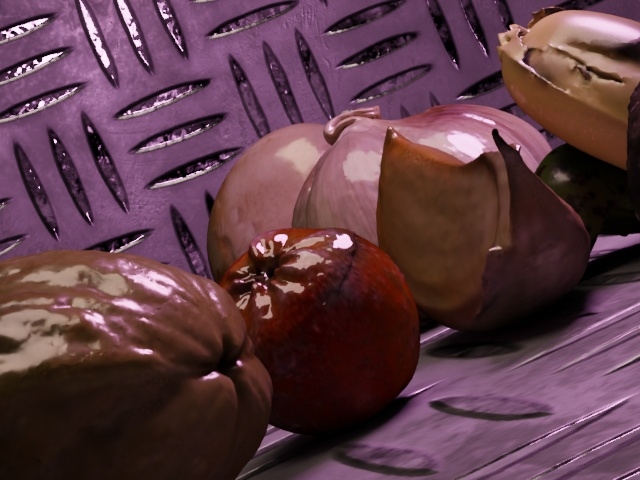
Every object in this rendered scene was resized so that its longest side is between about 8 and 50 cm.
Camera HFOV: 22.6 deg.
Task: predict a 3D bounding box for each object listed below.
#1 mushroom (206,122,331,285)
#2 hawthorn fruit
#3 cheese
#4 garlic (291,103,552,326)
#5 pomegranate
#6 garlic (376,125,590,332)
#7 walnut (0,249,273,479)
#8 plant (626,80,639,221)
[{"bbox_3d":[0.000,0.000,2.200,0.292,0.292,0.290,-21,-29,37],"label":"mushroom"},{"bbox_3d":[-0.004,0.075,1.267,0.173,0.173,0.173,-23,3,1],"label":"hawthorn fruit"},{"bbox_3d":[0.312,-0.131,1.501,0.128,0.316,0.259,-65,-10,13],"label":"cheese"},{"bbox_3d":[0.115,-0.027,1.745,0.322,0.241,0.322,-2,9,0],"label":"garlic"},{"bbox_3d":[0.268,-0.041,1.553,0.169,0.122,0.143,-26,-11,-2],"label":"pomegranate"},{"bbox_3d":[0.137,-0.007,1.387,0.151,0.196,0.338,-38,11,-7],"label":"garlic"},{"bbox_3d":[-0.177,0.118,1.096,0.283,0.227,0.283,-16,-7,-2],"label":"walnut"},{"bbox_3d":[0.326,-0.085,1.206,0.182,0.194,0.321,-18,7,22],"label":"plant"}]
